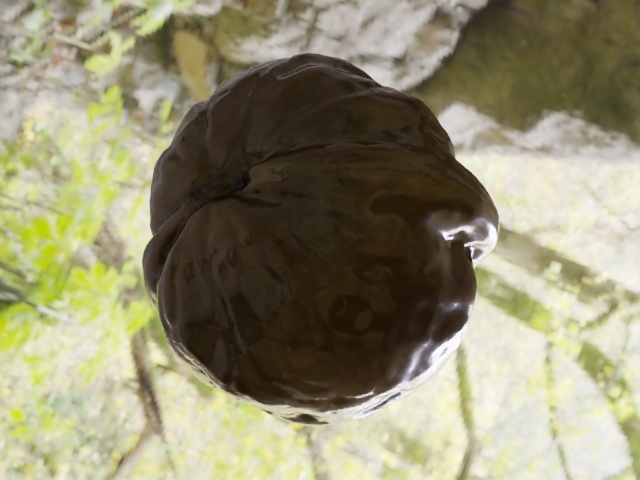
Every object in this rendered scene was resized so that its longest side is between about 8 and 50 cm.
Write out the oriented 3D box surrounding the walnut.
[{"bbox_3d":[0.000,0.000,1.075,0.285,0.285,0.296,81,0,-61],"label":"walnut"}]
